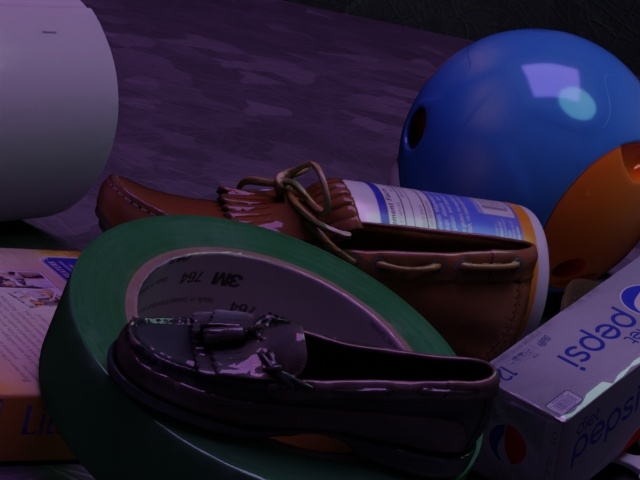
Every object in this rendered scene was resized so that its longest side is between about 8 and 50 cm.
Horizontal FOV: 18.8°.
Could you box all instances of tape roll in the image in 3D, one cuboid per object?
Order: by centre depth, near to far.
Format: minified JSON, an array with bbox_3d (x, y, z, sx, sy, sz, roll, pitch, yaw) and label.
[{"bbox_3d":[-0.042,0.105,1.407,0.321,0.077,0.321,19,29,-11],"label":"tape roll"},{"bbox_3d":[-0.338,-0.136,1.861,0.246,0.246,0.169,23,17,31],"label":"tape roll"}]

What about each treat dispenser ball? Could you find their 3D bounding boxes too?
[{"bbox_3d":[0.227,-0.084,2.082,0.288,0.288,0.288,13,15,-4],"label":"treat dispenser ball"}]

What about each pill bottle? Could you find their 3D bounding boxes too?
[{"bbox_3d":[0.064,0.025,1.813,0.272,0.152,0.152,7,17,-22],"label":"pill bottle"}]

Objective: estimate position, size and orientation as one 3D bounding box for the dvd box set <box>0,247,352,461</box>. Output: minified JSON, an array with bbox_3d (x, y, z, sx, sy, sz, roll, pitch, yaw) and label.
[{"bbox_3d":[-0.205,0.084,1.537,0.420,0.062,0.307,3,19,-36],"label":"dvd box set"}]

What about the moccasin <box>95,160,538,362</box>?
[{"bbox_3d":[0.000,0.001,1.624,0.380,0.147,0.139,15,14,-7],"label":"moccasin"}]

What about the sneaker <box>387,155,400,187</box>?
[{"bbox_3d":[0.221,-0.050,2.274,0.290,0.123,0.106,17,14,8],"label":"sneaker"}]

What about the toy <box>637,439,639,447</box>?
[{"bbox_3d":[0.341,0.144,1.771,0.136,0.056,0.237,-18,26,1],"label":"toy"}]

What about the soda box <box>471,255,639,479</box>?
[{"bbox_3d":[0.239,0.109,1.609,0.091,0.098,0.286,27,38,31],"label":"soda box"}]

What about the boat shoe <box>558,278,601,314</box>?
[{"bbox_3d":[0.231,0.121,1.766,0.080,0.073,0.223,19,36,6],"label":"boat shoe"}]

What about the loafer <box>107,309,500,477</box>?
[{"bbox_3d":[-0.007,0.084,1.301,0.267,0.084,0.096,15,32,-18],"label":"loafer"}]

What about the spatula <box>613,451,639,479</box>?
[{"bbox_3d":[0.226,0.173,1.617,0.242,0.019,0.168,19,36,18],"label":"spatula"}]
